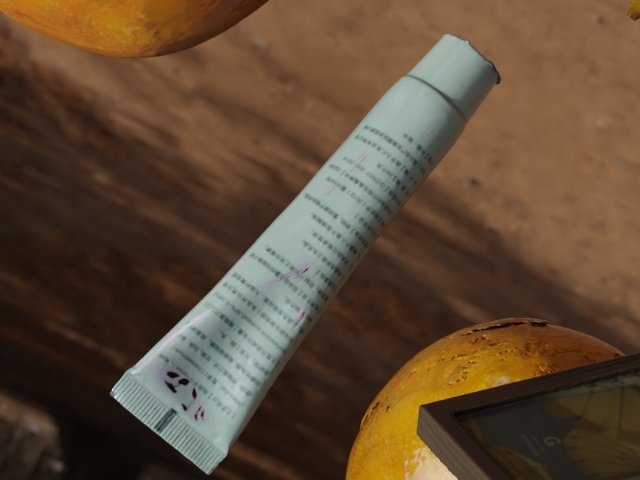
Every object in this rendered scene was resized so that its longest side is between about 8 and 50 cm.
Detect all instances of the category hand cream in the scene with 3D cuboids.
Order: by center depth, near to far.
[{"bbox_3d":[0.000,0.000,1.315,0.085,0.331,0.058,41,166,-9],"label":"hand cream"}]

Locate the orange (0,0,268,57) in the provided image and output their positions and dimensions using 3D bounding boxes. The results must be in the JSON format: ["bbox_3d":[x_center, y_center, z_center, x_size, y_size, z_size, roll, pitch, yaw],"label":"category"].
[{"bbox_3d":[-0.124,-0.254,1.358,0.284,0.284,0.226,22,145,24],"label":"orange"}]

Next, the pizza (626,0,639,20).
[{"bbox_3d":[0.199,-0.136,0.708,0.289,0.081,0.229,22,135,-4],"label":"pizza"}]

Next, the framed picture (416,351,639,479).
[{"bbox_3d":[0.158,0.117,1.139,0.168,0.023,0.128,-11,-148,-25],"label":"framed picture"}]

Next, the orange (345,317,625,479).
[{"bbox_3d":[0.135,0.169,1.354,0.240,0.240,0.240,25,175,2],"label":"orange"}]
